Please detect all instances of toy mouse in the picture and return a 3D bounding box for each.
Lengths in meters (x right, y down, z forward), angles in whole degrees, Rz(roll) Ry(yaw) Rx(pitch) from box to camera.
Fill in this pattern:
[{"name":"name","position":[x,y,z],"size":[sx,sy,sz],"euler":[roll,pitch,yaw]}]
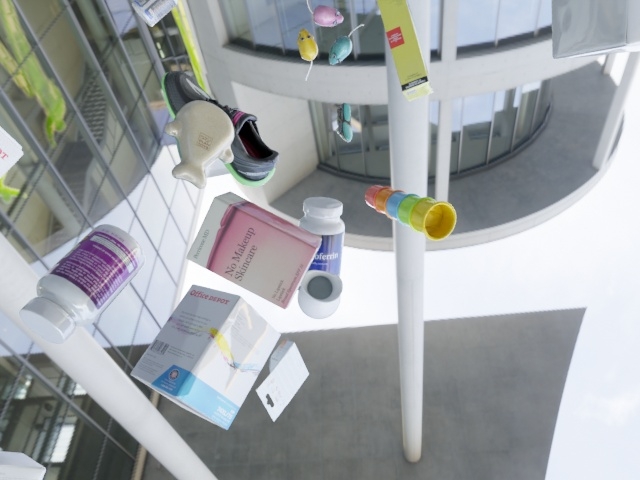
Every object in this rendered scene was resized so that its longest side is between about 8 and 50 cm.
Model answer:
[{"name":"toy mouse","position":[0.023,-0.419,1.038],"size":[0.143,0.161,0.031],"euler":[-13,-151,-1]}]

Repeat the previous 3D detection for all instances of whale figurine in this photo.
[{"name":"whale figurine","position":[-0.363,-0.274,1.494],"size":[0.141,0.216,0.272],"euler":[-23,-129,51]}]

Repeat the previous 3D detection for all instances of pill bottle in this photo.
[{"name":"pill bottle","position":[-0.452,-0.675,1.427],"size":[0.137,0.078,0.078],"euler":[-43,-128,-4]},{"name":"pill bottle","position":[-0.605,0.110,1.302],"size":[0.169,0.169,0.301],"euler":[11,-136,20]},{"name":"pill bottle","position":[0.000,0.000,1.667],"size":[0.153,0.264,0.153],"euler":[3,-159,-1]}]

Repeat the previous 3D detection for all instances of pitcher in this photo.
[{"name":"pitcher","position":[-0.027,0.140,1.433],"size":[0.178,0.207,0.125],"euler":[24,-109,7]}]

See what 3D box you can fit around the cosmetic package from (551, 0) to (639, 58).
[{"name":"cosmetic package","position":[0.470,-0.475,0.759],"size":[0.197,0.365,0.155],"euler":[-10,-166,-18]}]

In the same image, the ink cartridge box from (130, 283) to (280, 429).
[{"name":"ink cartridge box","position":[-0.277,0.280,1.267],"size":[0.198,0.197,0.270],"euler":[7,-124,40]}]

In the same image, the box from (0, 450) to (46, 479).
[{"name":"box","position":[-0.578,0.436,0.915],"size":[0.101,0.102,0.087],"euler":[2,-113,38]}]

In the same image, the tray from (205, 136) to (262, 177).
[{"name":"tray","position":[-0.381,-0.368,2.234],"size":[0.270,0.145,0.030],"euler":[-13,-152,-17]}]

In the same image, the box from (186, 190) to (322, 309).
[{"name":"box","position":[-0.133,0.017,1.063],"size":[0.232,0.148,0.127],"euler":[27,-169,0]}]

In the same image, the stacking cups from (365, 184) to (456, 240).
[{"name":"stacking cups","position":[0.210,-0.079,1.308],"size":[0.096,0.096,0.316],"euler":[-29,-156,-16]}]

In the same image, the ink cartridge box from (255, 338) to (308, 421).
[{"name":"ink cartridge box","position":[-0.115,0.394,1.441],"size":[0.045,0.145,0.179],"euler":[11,-136,38]}]

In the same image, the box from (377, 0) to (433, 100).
[{"name":"box","position":[0.166,-0.407,1.023],"size":[0.058,0.087,0.232],"euler":[-15,-92,19]}]

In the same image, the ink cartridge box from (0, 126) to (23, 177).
[{"name":"ink cartridge box","position":[-0.687,-0.123,0.847],"size":[0.117,0.207,0.283],"euler":[25,-111,21]}]

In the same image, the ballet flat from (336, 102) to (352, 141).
[{"name":"ballet flat","position":[0.056,-0.284,1.252],"size":[0.041,0.041,0.114],"euler":[-3,-115,7]}]

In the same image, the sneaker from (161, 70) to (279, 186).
[{"name":"sneaker","position":[-0.323,-0.404,1.730],"size":[0.202,0.483,0.185],"euler":[-35,-161,40]}]
